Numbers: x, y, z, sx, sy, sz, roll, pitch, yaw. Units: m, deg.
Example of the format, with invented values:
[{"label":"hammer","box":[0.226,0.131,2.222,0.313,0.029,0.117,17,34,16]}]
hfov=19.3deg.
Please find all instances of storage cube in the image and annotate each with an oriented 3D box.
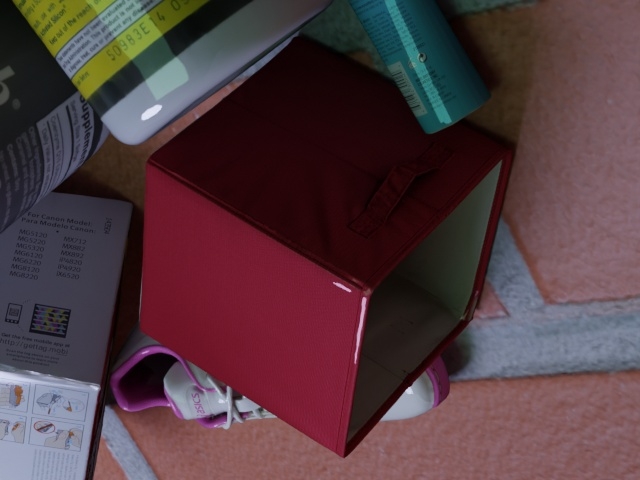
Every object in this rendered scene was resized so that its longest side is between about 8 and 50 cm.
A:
[{"label":"storage cube","box":[0.000,0.000,1.366,0.193,0.184,0.215,30,140,21]}]

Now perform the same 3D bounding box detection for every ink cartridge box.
[{"label":"ink cartridge box","box":[-0.251,0.104,1.695,0.130,0.271,0.309,10,139,-5]}]

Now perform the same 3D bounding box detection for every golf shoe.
[{"label":"golf shoe","box":[-0.040,0.113,1.543,0.306,0.140,0.115,6,127,37]}]

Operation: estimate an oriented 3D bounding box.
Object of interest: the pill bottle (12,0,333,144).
[{"label":"pill bottle","box":[-0.155,-0.247,1.270,0.334,0.188,0.188,53,142,-5]}]

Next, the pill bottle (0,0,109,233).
[{"label":"pill bottle","box":[-0.281,-0.103,1.380,0.210,0.363,0.210,25,139,24]}]

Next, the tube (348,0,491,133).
[{"label":"tube","box":[0.042,-0.172,1.283,0.080,0.052,0.207,-21,104,50]}]
